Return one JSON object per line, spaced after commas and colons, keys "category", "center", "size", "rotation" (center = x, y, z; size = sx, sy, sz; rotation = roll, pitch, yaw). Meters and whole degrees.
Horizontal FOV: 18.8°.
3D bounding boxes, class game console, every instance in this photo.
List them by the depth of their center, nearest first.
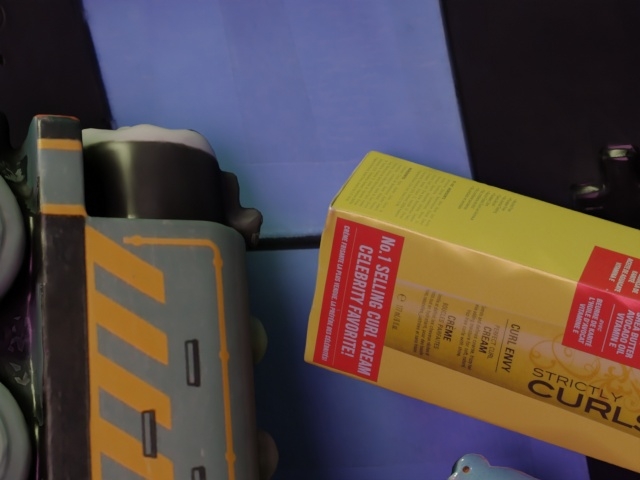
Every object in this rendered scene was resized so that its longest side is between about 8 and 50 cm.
{"category": "game console", "center": [0.000, 0.000, 0.895], "size": [0.386, 0.060, 0.342], "rotation": [-3, 118, 23]}

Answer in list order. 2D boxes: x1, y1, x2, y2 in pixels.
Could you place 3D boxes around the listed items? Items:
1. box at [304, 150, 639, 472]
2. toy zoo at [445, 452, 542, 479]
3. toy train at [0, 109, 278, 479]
{"category": "box", "center": [0.114, 0.040, 0.808], "size": [0.232, 0.058, 0.087], "rotation": [19, 123, 13]}
{"category": "toy zoo", "center": [0.100, 0.234, 0.823], "size": [0.192, 0.030, 0.293], "rotation": [-15, 79, -7]}
{"category": "toy train", "center": [-0.108, 0.099, 0.796], "size": [0.190, 0.142, 0.334], "rotation": [2, 68, -18]}
